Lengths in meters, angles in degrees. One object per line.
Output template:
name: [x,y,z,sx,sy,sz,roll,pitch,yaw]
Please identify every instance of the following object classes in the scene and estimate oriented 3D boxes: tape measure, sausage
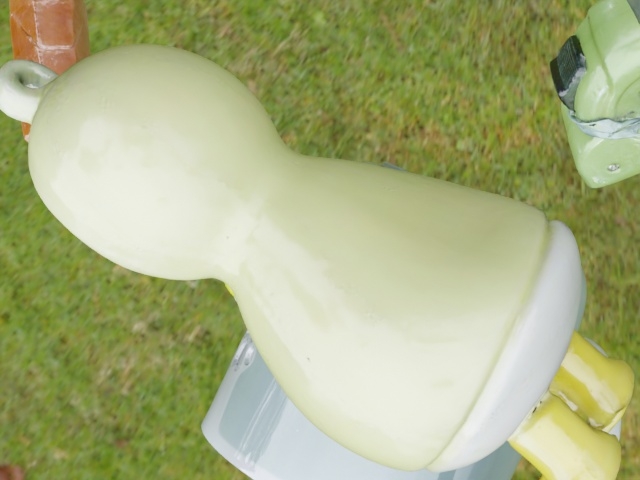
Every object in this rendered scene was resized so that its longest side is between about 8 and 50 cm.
tape measure: [0.250,-0.121,1.024,0.177,0.087,0.154,-24,140,18]
sausage: [-0.214,-0.158,1.118,0.065,0.065,0.169,-13,73,15]

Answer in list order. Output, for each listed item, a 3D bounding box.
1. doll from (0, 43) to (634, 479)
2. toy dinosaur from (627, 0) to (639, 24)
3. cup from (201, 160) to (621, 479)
doll: [-0.005,0.008,0.584,0.296,0.141,0.117,26,131,5]
toy dinosaur: [0.179,-0.094,0.569,0.248,0.188,0.075,20,123,-20]
cup: [0.103,0.108,1.161,0.259,0.357,0.274,22,95,-44]
